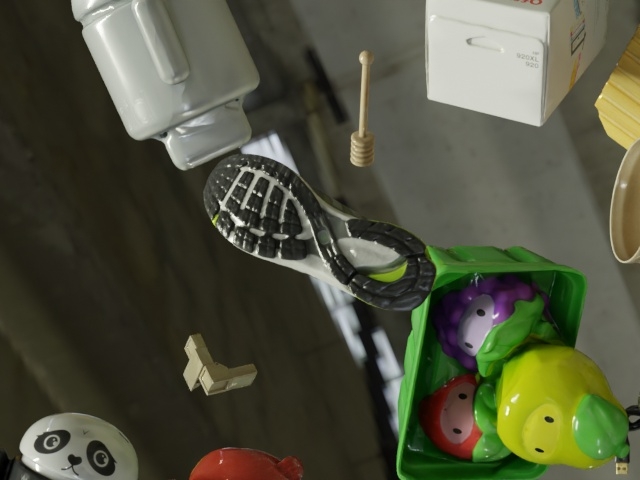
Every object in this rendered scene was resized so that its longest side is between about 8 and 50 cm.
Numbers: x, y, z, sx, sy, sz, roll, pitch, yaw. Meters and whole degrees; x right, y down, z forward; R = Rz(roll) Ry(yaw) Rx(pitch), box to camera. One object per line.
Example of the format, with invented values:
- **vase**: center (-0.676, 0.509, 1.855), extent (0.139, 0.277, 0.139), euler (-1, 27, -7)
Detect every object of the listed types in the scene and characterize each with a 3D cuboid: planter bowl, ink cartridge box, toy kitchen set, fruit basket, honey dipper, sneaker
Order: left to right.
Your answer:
- **toy kitchen set**: center (-0.149, 0.182, 2.371), extent (0.083, 0.075, 0.068), euler (61, 145, 27)
- **sneaker**: center (0.000, 0.000, 1.878), extent (0.300, 0.111, 0.121), euler (30, 177, 16)
- **honey dipper**: center (0.054, -0.163, 2.020), extent (0.030, 0.030, 0.161), euler (-102, 11, -51)
- **fruit basket**: center (0.273, 0.213, 2.416), extent (0.392, 0.283, 0.392), euler (-179, 90, -75)
- **ink cartridge box**: center (0.259, -0.290, 2.162), extent (0.233, 0.171, 0.168), euler (-49, -35, -44)
- **planter bowl**: center (0.445, -0.043, 2.092), extent (0.162, 0.109, 0.162), euler (-171, 90, -81)

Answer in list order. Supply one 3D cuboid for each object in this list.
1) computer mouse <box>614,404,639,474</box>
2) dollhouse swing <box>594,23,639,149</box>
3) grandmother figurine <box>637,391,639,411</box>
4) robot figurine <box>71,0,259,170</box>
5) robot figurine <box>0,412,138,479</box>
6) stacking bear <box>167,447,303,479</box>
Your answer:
- **computer mouse**: center (0.513, 0.371, 2.518), extent (0.060, 0.184, 0.262), euler (-6, -92, -38)
- **dollhouse swing**: center (0.474, -0.061, 2.093), extent (0.347, 0.305, 0.315), euler (108, -173, -65)
- **grandmother figurine**: center (0.547, 0.120, 2.423), extent (0.104, 0.342, 0.208), euler (31, 160, -22)
- **robot figurine**: center (-0.215, -0.276, 2.279), extent (0.300, 0.199, 0.353), euler (-161, 47, -84)
- **robot figurine**: center (-0.348, 0.370, 2.219), extent (0.209, 0.278, 0.173), euler (16, -176, -45)
- **stacking bear**: center (-0.138, 0.273, 1.418), extent (0.164, 0.289, 0.175), euler (38, 141, 38)
